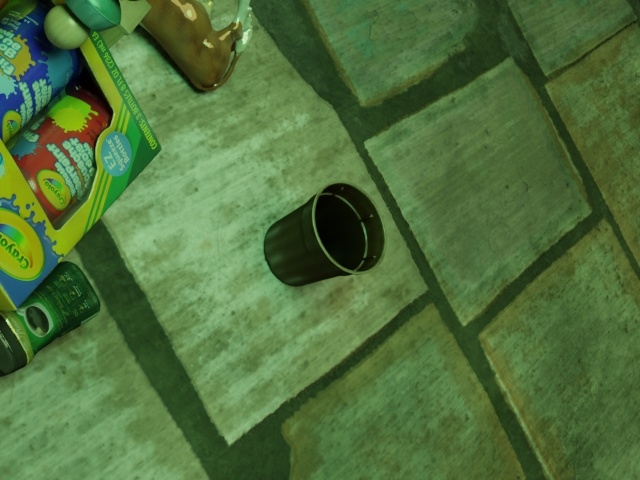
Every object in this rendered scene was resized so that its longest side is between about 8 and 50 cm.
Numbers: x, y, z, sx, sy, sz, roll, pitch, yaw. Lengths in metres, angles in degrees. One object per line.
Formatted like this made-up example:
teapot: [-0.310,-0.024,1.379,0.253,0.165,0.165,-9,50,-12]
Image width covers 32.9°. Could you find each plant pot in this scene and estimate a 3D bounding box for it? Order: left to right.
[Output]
plant pot: [0.000,0.000,1.877,0.167,0.165,0.167,17,63,-36]

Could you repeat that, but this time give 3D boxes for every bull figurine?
bull figurine: [-0.241,-0.402,1.835,0.188,0.101,0.310,-46,122,-10]

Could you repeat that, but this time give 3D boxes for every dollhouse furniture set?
dollhouse furniture set: [-0.382,-0.357,1.707,0.144,0.151,0.123,47,28,-18]

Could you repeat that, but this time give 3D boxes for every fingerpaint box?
fingerpaint box: [-0.454,-0.191,1.449,0.371,0.163,0.445,-55,132,-40]

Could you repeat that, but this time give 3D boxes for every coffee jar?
coffee jar: [-0.405,0.111,1.527,0.184,0.079,0.096,-38,103,-45]

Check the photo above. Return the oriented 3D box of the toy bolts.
toy bolts: [-0.347,-0.363,1.398,0.228,0.158,0.218,43,11,-34]
